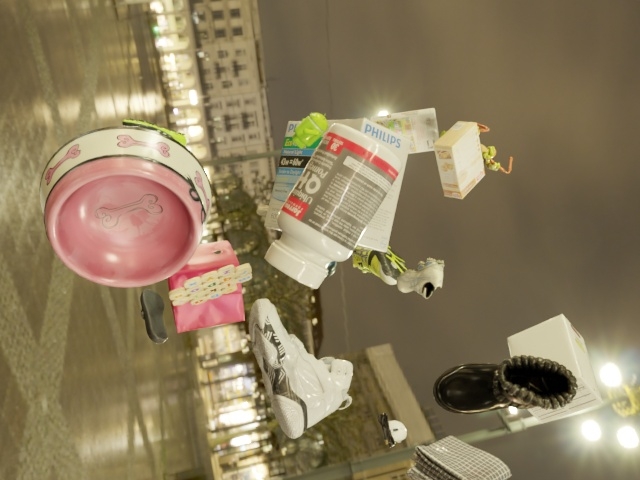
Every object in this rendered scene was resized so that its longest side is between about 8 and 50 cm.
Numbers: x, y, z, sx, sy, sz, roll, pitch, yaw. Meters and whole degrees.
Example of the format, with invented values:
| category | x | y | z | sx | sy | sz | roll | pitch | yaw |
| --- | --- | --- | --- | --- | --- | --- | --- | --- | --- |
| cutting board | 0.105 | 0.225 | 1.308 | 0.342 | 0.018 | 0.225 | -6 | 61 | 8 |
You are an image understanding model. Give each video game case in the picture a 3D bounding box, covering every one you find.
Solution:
| category | x | y | z | sx | sy | sz | roll | pitch | yaw |
| --- | --- | --- | --- | --- | --- | --- | --- | --- | --- |
| video game case | 0.287 | -0.356 | 2.028 | 0.227 | 0.207 | 0.026 | 56 | 32 | -63 |

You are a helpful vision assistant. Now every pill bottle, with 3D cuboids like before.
| category | x | y | z | sx | sy | sz | roll | pitch | yaw |
| --- | --- | --- | --- | --- | --- | --- | --- | --- | --- |
| pill bottle | 0.019 | -0.066 | 1.268 | 0.318 | 0.176 | 0.176 | -60 | -165 | 1 |

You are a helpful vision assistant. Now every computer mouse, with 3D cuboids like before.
| category | x | y | z | sx | sy | sz | roll | pitch | yaw |
| --- | --- | --- | --- | --- | --- | --- | --- | --- | --- |
| computer mouse | 0.247 | 0.625 | 2.008 | 0.193 | 0.042 | 0.106 | 33 | 36 | -60 |

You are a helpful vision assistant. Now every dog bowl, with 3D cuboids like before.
| category | x | y | z | sx | sy | sz | roll | pitch | yaw |
| --- | --- | --- | --- | --- | --- | --- | --- | --- | --- |
| dog bowl | -0.461 | -0.059 | 1.456 | 0.150 | 0.408 | 0.407 | -109 | -166 | -52 |

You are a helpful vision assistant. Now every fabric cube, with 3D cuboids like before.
| category | x | y | z | sx | sy | sz | roll | pitch | yaw |
| --- | --- | --- | --- | --- | --- | --- | --- | --- | --- |
| fabric cube | -0.452 | 0.171 | 2.352 | 0.254 | 0.258 | 0.258 | -131 | -144 | -63 |

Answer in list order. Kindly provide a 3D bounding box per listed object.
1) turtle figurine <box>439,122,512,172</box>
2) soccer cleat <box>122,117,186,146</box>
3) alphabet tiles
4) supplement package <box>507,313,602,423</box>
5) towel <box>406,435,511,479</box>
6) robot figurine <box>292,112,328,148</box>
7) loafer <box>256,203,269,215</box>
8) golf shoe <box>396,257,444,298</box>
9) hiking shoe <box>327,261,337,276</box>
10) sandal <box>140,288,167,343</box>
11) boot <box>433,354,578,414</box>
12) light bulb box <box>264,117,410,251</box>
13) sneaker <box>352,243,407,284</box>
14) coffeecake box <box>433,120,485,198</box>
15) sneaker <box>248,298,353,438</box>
| category | x | y | z | sx | sy | sz | roll | pitch | yaw |
| --- | --- | --- | --- | --- | --- | --- | --- | --- | --- |
| turtle figurine | 0.505 | -0.311 | 2.039 | 0.087 | 0.218 | 0.269 | 119 | -33 | -41 |
| soccer cleat | -0.448 | -0.277 | 1.642 | 0.060 | 0.179 | 0.072 | 26 | -81 | 58 |
| alphabet tiles | -0.370 | 0.150 | 2.063 | 0.278 | 0.284 | 0.021 | 102 | -34 | -69 |
| supplement package | 0.733 | 0.403 | 1.924 | 0.145 | 0.204 | 0.261 | 43 | 32 | -25 |
| towel | 0.475 | 0.789 | 2.102 | 0.284 | 0.235 | 0.121 | 20 | -70 | 44 |
| robot figurine | -0.027 | -0.314 | 1.728 | 0.067 | 0.115 | 0.101 | 43 | 18 | -22 |
| loafer | -0.162 | -0.108 | 2.150 | 0.045 | 0.125 | 0.039 | 87 | 10 | -55 |
| golf shoe | 0.253 | 0.113 | 1.565 | 0.176 | 0.069 | 0.085 | 134 | -41 | -56 |
| hiking shoe | 0.000 | 0.000 | 2.237 | 0.304 | 0.113 | 0.132 | -91 | 175 | -46 |
| sandal | -0.599 | 0.264 | 2.144 | 0.097 | 0.054 | 0.254 | 38 | 18 | -37 |
| boot | 0.436 | 0.355 | 1.492 | 0.260 | 0.348 | 0.131 | 34 | 48 | -68 |
| light bulb box | 0.048 | -0.176 | 1.905 | 0.358 | 0.225 | 0.360 | 9 | -94 | 47 |
| sneaker | 0.210 | 0.078 | 2.311 | 0.147 | 0.145 | 0.384 | -50 | -157 | 12 |
| coffeecake box | 0.421 | -0.242 | 1.838 | 0.068 | 0.142 | 0.185 | 16 | -43 | 42 |
| sneaker | -0.048 | 0.307 | 1.585 | 0.137 | 0.210 | 0.365 | -12 | -85 | 67 |
